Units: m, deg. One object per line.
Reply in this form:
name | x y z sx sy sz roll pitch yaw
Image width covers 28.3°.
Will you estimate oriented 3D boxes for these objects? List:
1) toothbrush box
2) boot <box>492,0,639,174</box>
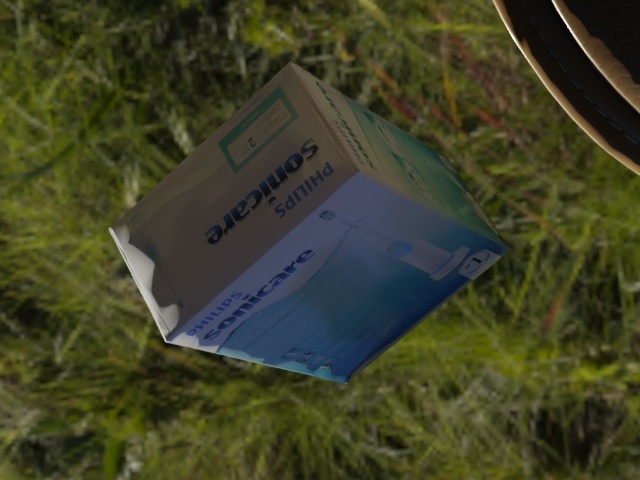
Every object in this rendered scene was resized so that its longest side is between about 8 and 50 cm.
toothbrush box | 0.000 0.000 1.111 0.216 0.126 0.295 -41 151 18
boot | 0.087 -0.151 0.472 0.109 0.283 0.220 -33 176 11
